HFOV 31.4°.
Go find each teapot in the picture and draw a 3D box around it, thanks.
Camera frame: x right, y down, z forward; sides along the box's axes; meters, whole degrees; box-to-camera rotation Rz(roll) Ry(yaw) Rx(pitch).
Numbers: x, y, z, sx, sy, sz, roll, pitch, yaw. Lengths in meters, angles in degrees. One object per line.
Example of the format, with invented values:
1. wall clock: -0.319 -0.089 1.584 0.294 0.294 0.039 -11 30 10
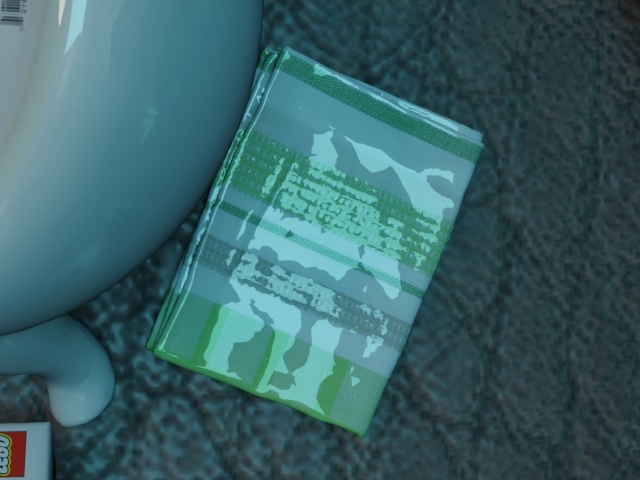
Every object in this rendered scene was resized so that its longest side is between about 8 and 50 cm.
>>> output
1. teapot: -0.115 -0.089 0.420 0.256 0.187 0.252 -41 75 23

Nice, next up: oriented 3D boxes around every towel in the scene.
1. towel: 0.000 0.000 0.513 0.113 0.023 0.152 23 85 -8

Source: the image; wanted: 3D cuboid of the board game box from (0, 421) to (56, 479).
1. board game box: -0.193 0.212 0.386 0.192 0.053 0.305 0 57 -10
